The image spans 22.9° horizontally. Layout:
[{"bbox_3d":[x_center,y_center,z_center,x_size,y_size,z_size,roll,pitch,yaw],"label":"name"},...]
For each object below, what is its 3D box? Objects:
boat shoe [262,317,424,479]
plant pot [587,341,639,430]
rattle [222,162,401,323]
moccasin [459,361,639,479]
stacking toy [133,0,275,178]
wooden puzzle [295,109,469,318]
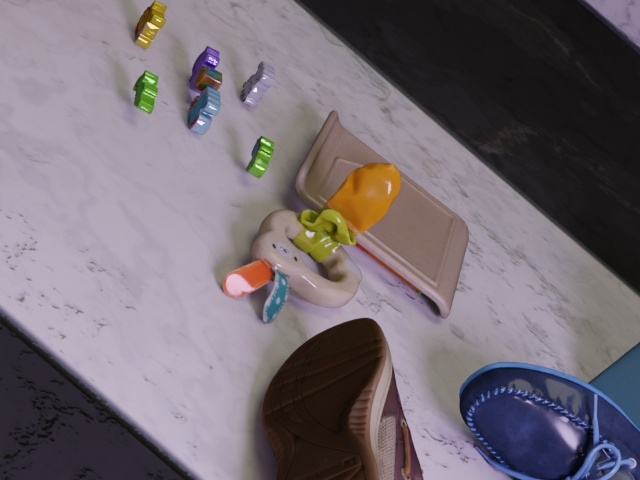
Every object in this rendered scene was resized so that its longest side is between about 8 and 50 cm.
[{"bbox_3d":[0.029,0.199,1.399,0.342,0.123,0.123,-94,159,-61],"label":"boat shoe"},{"bbox_3d":[0.455,0.175,1.821,0.165,0.234,0.165,14,37,-40],"label":"plant pot"},{"bbox_3d":[0.000,0.000,1.612,0.199,0.143,0.130,-4,69,-62],"label":"rattle"},{"bbox_3d":[0.290,0.243,1.619,0.342,0.138,0.117,31,33,-16],"label":"moccasin"},{"bbox_3d":[-0.134,-0.167,1.783,0.167,0.052,0.221,27,32,-21],"label":"stacking toy"},{"bbox_3d":[0.073,-0.030,1.855,0.238,0.044,0.221,42,26,-8],"label":"wooden puzzle"}]
